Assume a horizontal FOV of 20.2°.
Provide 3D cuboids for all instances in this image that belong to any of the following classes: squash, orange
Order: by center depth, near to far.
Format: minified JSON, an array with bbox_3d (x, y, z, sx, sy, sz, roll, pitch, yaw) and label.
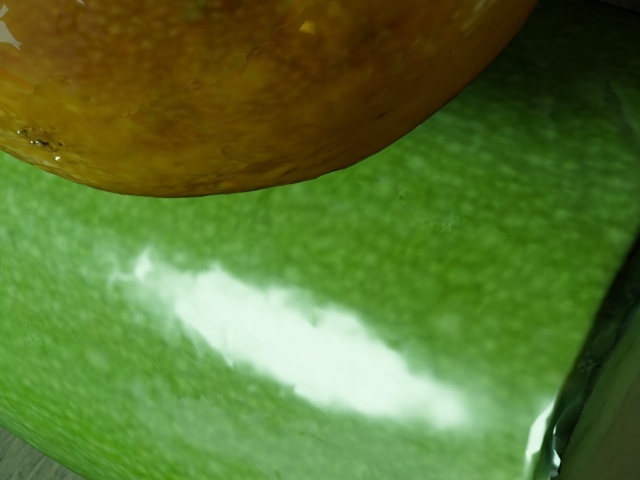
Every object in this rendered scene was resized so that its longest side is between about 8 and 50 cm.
[{"bbox_3d":[-0.061,-0.136,0.495,0.284,0.226,0.284,31,176,3],"label":"orange"},{"bbox_3d":[0.000,0.000,0.724,0.384,0.263,0.263,24,167,32],"label":"squash"}]
